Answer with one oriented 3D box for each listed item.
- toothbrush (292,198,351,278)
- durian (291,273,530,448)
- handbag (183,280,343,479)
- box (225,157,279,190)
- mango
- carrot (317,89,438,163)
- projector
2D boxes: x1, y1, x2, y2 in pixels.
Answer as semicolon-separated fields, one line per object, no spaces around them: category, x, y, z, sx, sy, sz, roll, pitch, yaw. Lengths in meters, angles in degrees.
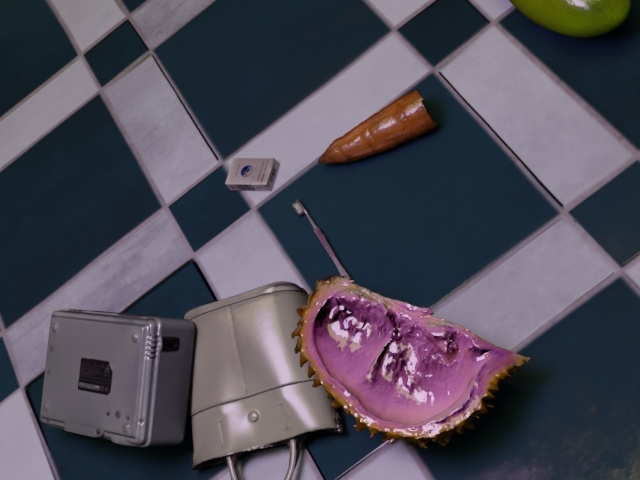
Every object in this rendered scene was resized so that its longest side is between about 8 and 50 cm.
toothbrush;0.002;-0.001;1.635;0.017;0.014;0.194;-37;52;3
durian;0.097;0.178;1.408;0.341;0.112;0.191;21;76;30
handbag;-0.088;0.231;1.521;0.241;0.109;0.316;-19;68;18
box;-0.115;-0.112;1.759;0.083;0.024;0.054;3;65;28
mango;0.368;-0.437;1.615;0.192;0.156;0.343;-38;54;14
carrot;0.083;-0.170;1.663;0.205;0.072;0.072;-24;53;17
projector;-0.314;0.204;1.569;0.256;0.099;0.192;1;85;40
